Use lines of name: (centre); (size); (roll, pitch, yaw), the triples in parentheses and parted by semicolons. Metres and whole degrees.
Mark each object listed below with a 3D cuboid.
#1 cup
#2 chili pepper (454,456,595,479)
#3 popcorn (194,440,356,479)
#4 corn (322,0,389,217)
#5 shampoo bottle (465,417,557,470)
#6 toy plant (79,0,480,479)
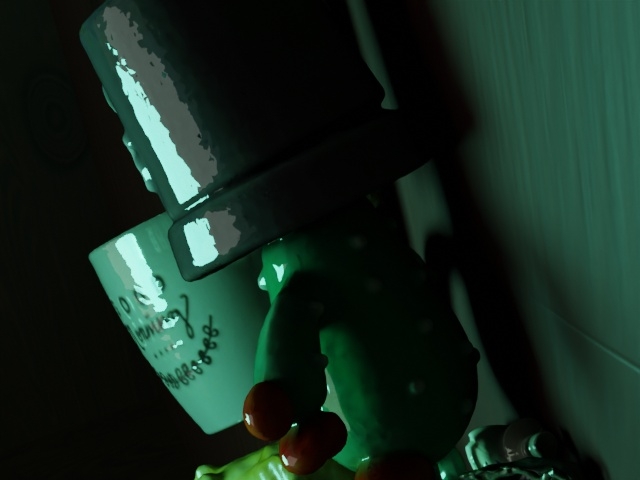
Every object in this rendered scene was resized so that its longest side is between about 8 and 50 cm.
cup: (-0.094, 0.065, 1.839); (0.258, 0.186, 0.234); (-30, 87, 51)
chili pepper: (0.134, 0.207, 1.111); (0.108, 0.062, 0.216); (20, 148, 23)
popcorn: (0.000, 0.251, 1.474); (0.192, 0.233, 0.266); (60, 140, 23)
corn: (-0.006, -0.077, 1.300); (0.086, 0.086, 0.253); (-135, 29, -67)
shampoo bottle: (0.128, 0.138, 1.136); (0.141, 0.034, 0.049); (125, 130, -75)
toy plant: (0.001, 0.000, 1.155); (0.400, 0.185, 0.279); (61, 180, 1)
